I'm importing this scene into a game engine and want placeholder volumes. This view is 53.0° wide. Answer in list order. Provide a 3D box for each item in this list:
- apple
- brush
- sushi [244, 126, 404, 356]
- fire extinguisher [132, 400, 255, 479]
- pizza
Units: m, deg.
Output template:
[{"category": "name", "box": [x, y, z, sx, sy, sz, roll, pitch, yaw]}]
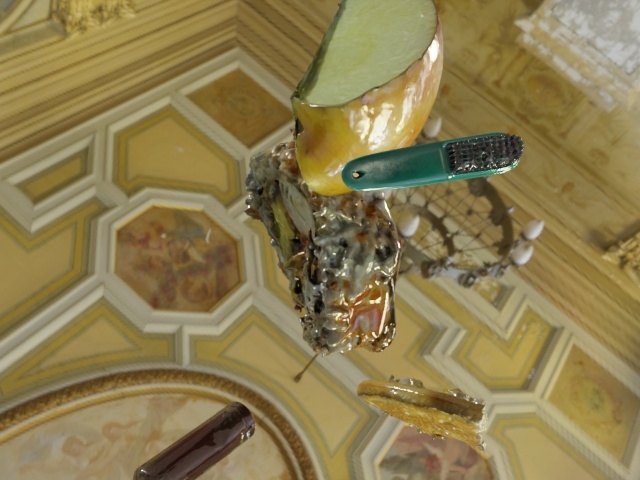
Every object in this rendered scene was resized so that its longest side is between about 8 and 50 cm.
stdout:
[{"category": "apple", "box": [0.067, -0.213, 0.867, 0.179, 0.254, 0.346, 31, -132, -14]}, {"category": "brush", "box": [0.117, -0.080, 0.644, 0.194, 0.032, 0.043, -10, -92, -12]}, {"category": "sushi", "box": [-0.002, -0.002, 1.116, 0.176, 0.417, 0.417, -19, -115, -17]}, {"category": "fire extinguisher", "box": [-0.216, 0.365, 1.037, 0.268, 0.072, 0.089, -28, -82, -45]}, {"category": "pizza", "box": [0.232, 0.340, 1.301, 0.223, 0.324, 0.089, 39, -114, -32]}]
